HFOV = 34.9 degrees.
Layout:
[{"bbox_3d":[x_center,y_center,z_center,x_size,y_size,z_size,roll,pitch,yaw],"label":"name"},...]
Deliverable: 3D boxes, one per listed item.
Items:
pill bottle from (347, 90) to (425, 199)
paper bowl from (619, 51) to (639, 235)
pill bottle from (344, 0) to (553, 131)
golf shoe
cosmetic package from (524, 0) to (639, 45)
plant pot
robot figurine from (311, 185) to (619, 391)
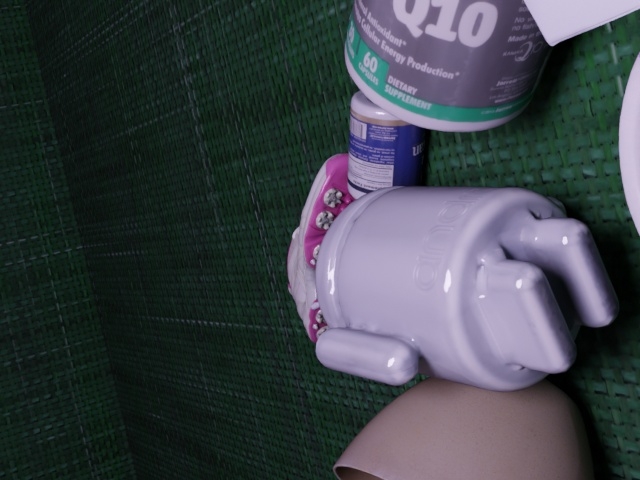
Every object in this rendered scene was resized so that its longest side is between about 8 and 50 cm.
[{"bbox_3d":[0.082,-0.099,1.274,0.094,0.094,0.169,38,135,48],"label":"pill bottle"},{"bbox_3d":[0.367,-0.063,0.726,0.284,0.148,0.284,33,130,51],"label":"paper bowl"},{"bbox_3d":[0.149,-0.293,0.927,0.204,0.204,0.361,55,149,33],"label":"pill bottle"},{"bbox_3d":[0.000,0.000,1.452,0.140,0.115,0.306,48,141,45],"label":"golf shoe"},{"bbox_3d":[0.174,-0.364,0.676,0.377,0.284,0.097,58,154,-10],"label":"cosmetic package"},{"bbox_3d":[0.184,0.241,1.112,0.284,0.191,0.284,29,161,11],"label":"plant pot"},{"bbox_3d":[0.131,0.042,1.062,0.353,0.300,0.199,4,123,54],"label":"robot figurine"}]
